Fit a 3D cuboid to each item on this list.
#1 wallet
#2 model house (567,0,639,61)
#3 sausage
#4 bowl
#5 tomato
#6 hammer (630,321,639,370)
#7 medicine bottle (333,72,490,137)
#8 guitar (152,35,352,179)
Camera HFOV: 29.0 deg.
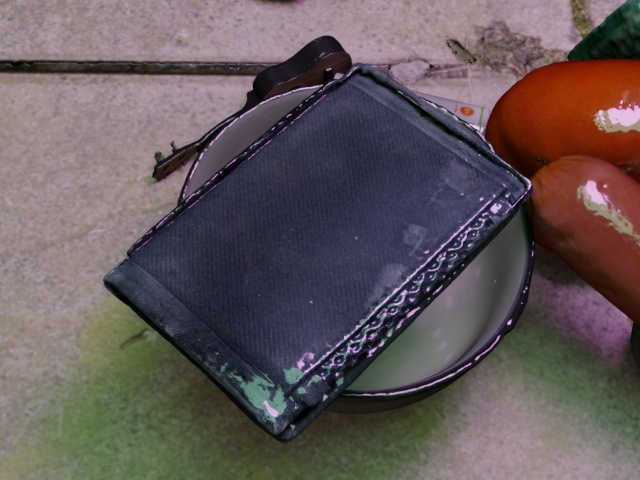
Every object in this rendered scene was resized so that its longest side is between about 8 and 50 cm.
[{"bbox_3d":[0.000,0.000,1.150,0.237,0.075,0.342,39,69,21],"label":"wallet"},{"bbox_3d":[0.494,-0.175,1.447,0.267,0.194,0.325,-34,84,-22],"label":"model house"},{"bbox_3d":[0.309,0.016,1.199,0.259,0.113,0.113,41,67,1],"label":"sausage"},{"bbox_3d":[0.029,0.030,1.279,0.354,0.185,0.353,2,63,-3],"label":"bowl"},{"bbox_3d":[0.305,-0.092,1.341,0.260,0.260,0.180,16,49,4],"label":"tomato"},{"bbox_3d":[0.441,0.205,1.272,0.206,0.119,0.335,-2,69,-3],"label":"hammer"},{"bbox_3d":[0.097,-0.131,1.423,0.183,0.086,0.086,14,63,3],"label":"medicine bottle"},{"bbox_3d":[-0.085,-0.151,1.435,0.271,0.084,0.038,-31,65,-11],"label":"guitar"}]
